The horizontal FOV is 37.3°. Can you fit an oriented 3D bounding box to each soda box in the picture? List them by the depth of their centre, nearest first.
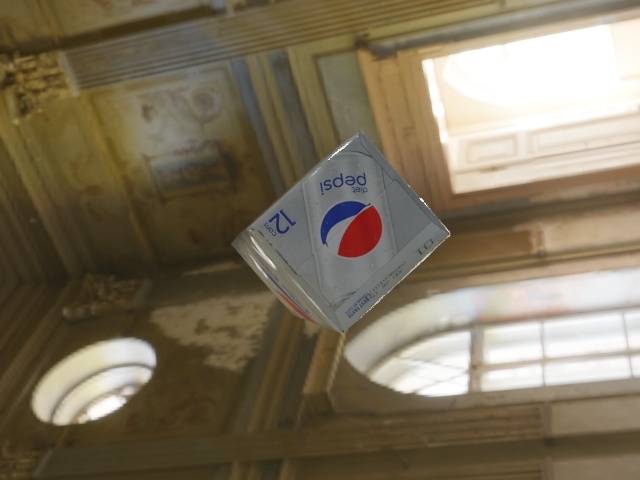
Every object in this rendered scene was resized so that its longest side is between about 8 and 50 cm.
[{"bbox_3d":[0.000,0.000,0.715,0.091,0.098,0.286,48,172,-4],"label":"soda box"}]
